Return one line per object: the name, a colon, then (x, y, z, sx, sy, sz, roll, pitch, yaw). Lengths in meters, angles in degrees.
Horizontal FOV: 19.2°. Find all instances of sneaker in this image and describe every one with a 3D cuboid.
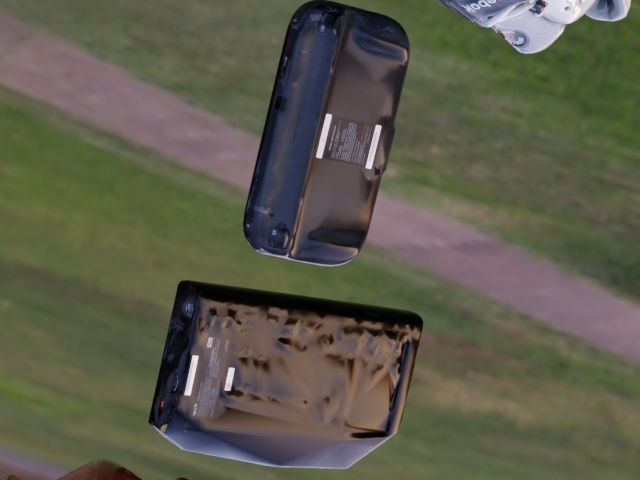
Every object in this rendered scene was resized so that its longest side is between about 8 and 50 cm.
sneaker: (0.145, -0.221, 1.498, 0.330, 0.146, 0.122, -7, -175, -38)

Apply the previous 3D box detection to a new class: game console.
game console: (0.000, 0.000, 1.461, 0.213, 0.361, 0.044, 10, -173, -34)

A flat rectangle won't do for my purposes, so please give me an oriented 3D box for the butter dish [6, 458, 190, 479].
butter dish: (-0.122, 0.199, 1.218, 0.160, 0.118, 0.160, 51, -178, -9)
